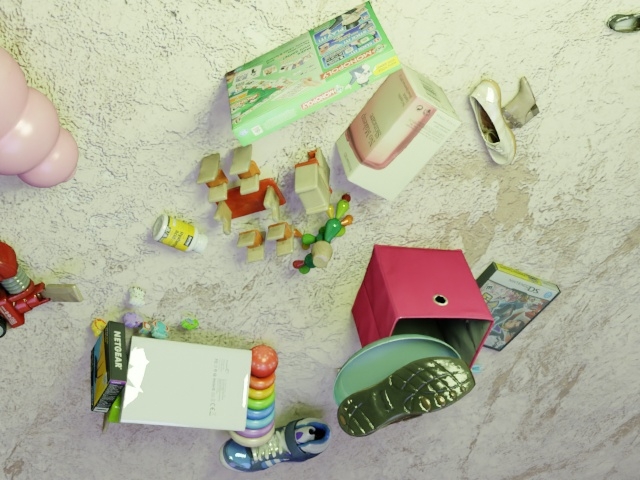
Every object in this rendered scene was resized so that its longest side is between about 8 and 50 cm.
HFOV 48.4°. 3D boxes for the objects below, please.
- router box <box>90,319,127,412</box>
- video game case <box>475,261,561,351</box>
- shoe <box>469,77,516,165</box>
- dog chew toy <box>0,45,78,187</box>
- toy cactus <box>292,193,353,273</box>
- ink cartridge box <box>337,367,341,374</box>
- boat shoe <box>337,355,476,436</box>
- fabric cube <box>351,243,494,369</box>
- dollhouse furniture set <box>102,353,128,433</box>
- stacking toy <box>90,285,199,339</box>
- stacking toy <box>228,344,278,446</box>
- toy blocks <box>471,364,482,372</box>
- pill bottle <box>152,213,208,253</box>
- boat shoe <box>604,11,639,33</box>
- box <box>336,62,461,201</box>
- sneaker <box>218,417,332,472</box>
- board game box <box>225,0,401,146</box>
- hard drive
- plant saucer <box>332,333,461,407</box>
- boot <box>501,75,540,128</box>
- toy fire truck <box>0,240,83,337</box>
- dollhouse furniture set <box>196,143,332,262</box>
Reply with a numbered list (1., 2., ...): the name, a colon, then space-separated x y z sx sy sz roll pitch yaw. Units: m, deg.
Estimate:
1. router box: -0.514 0.304 1.722 0.046 0.179 0.133 16 127 -31
2. video game case: 0.499 0.195 2.012 0.248 0.035 0.275 19 125 -26
3. shoe: 0.372 -0.247 1.557 0.058 0.077 0.219 -44 129 -24
4. dog chew toy: -0.581 -0.217 1.309 0.207 0.206 0.332 -29 139 13
5. toy cactus: 0.000 0.000 1.643 0.112 0.180 0.219 38 111 -14
6. ink cartridge box: 0.110 0.432 2.122 0.099 0.056 0.135 -13 132 0
7. boat shoe: 0.196 0.357 1.646 0.324 0.122 0.120 -21 162 10
8. fabric cube: 0.248 0.189 1.803 0.254 0.258 0.259 3 130 -14
9. dollhouse furniture set: -0.424 0.444 1.918 0.302 0.197 0.151 13 125 -22
10. stacking toy: -0.444 0.216 1.817 0.221 0.052 0.167 31 120 -35
11. stacking toy: -0.184 0.430 2.016 0.141 0.141 0.330 0 125 -13
12. toy blocks: 0.413 0.417 2.178 0.148 0.054 0.123 1 130 -14
13. pill bottle: -0.320 -0.011 1.628 0.116 0.065 0.065 23 123 -30
14. boat shoe: 0.653 -0.450 1.471 0.125 0.038 0.046 -1 131 -12
15. box: 0.157 -0.224 1.488 0.127 0.148 0.232 24 122 -29
16. sneaker: -0.122 0.601 2.144 0.323 0.130 0.236 4 146 -27
17. board game box: -0.024 -0.315 1.324 0.317 0.213 0.046 -24 132 10
18. hard drive: -0.339 0.370 1.820 0.319 0.210 0.040 11 162 -24
19. plant saucer: 0.182 0.325 1.707 0.318 0.043 0.317 -6 132 -7
20. boot: 0.427 -0.295 1.559 0.087 0.042 0.118 -24 128 15
21. toy fire truck: -0.682 0.099 1.605 0.246 0.158 0.217 -23 132 -8
22. dollhouse furniture set: -0.110 -0.104 1.577 0.259 0.135 0.262 -14 133 15
